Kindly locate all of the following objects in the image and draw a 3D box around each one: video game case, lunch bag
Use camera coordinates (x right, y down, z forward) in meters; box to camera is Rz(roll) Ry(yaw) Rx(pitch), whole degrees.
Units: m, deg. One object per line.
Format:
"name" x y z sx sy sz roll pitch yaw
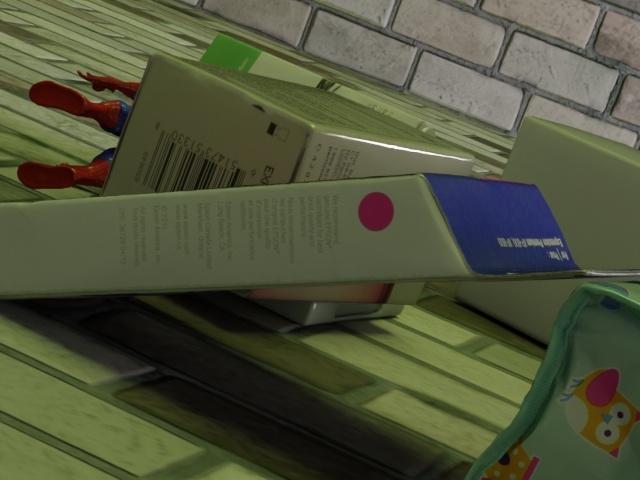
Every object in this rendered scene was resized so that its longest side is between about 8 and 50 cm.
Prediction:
"video game case" -0.054 0.012 1.428 0.201 0.023 0.183 24 10 22
"lunch bag" 0.228 0.131 0.946 0.262 0.160 0.223 29 7 16

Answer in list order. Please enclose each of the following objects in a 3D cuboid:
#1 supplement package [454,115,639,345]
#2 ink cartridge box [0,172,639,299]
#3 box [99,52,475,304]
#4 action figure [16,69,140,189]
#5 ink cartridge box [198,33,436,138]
"supplement package" 0.298 0.031 1.597 0.293 0.178 0.175 28 12 37
"ink cartridge box" 0.000 0.000 1.064 0.370 0.069 0.175 0 -1 26
"box" -0.021 -0.039 1.331 0.148 0.127 0.232 27 11 31
"action figure" -0.177 -0.084 1.472 0.139 0.092 0.280 13 5 22
"ink cartridge box" -0.002 -0.070 1.624 0.219 0.093 0.160 26 -17 28
